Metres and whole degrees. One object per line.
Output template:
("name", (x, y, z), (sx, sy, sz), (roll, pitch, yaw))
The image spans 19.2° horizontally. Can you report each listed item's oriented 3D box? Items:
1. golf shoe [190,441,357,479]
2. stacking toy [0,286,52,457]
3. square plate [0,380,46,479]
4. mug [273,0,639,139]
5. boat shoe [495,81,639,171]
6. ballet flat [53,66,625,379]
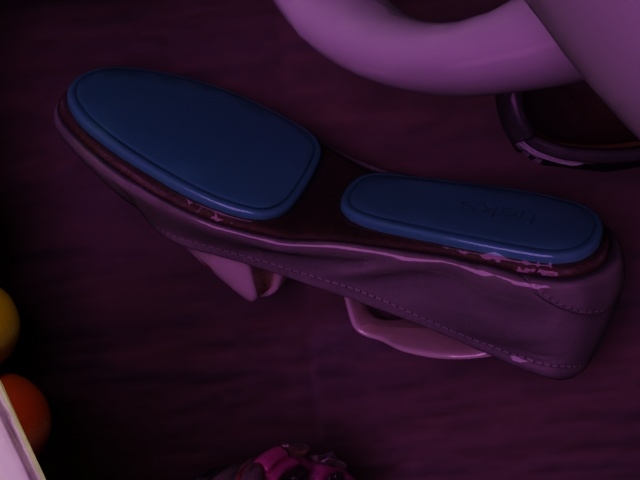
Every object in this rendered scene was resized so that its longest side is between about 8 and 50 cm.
("golf shoe", (0.007, 0.162, 0.682), (0.086, 0.067, 0.186), (-27, 91, 45))
("stacking toy", (-0.169, 0.021, 0.682), (0.141, 0.141, 0.330), (-21, 93, 14))
("square plate", (-0.154, 0.245, 0.647), (0.347, 0.049, 0.344), (-27, 86, 42))
("mug", (0.107, -0.176, 0.507), (0.374, 0.276, 0.328), (-23, 67, 43))
("boat shoe", (0.168, -0.078, 0.617), (0.233, 0.079, 0.084), (-19, 88, 12))
("ballet flat", (0.000, 0.000, 0.669), (0.213, 0.072, 0.068), (17, 127, 15))
